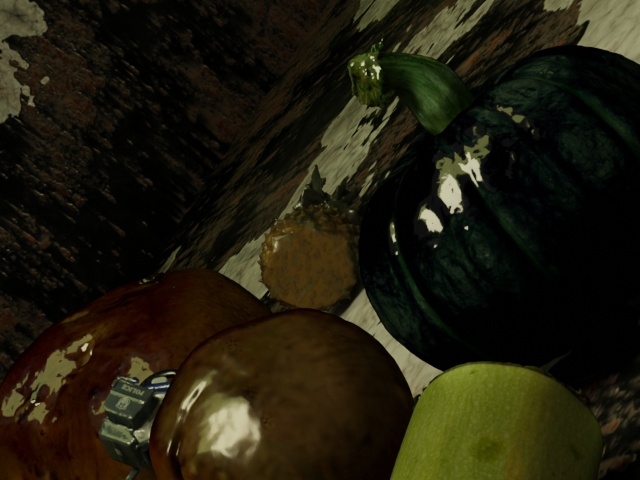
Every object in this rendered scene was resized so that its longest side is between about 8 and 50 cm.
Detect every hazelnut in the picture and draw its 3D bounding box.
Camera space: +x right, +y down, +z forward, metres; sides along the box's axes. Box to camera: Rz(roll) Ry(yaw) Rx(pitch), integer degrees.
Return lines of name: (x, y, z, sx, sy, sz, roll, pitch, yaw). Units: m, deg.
hazelnut: (-0.021, 0.162, 1.255, 0.208, 0.208, 0.208, -50, 12, 14)

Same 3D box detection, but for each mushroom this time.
mushroom: (-0.173, 0.186, 1.753, 0.345, 0.260, 0.345, -22, 36, 17)

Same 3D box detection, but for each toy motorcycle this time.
toy motorcycle: (-0.106, 0.191, 1.490, 0.221, 0.102, 0.150, 16, 56, 29)

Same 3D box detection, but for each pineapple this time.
pineapple: (0.000, 0.000, 1.826, 0.125, 0.125, 0.251, -49, 7, 17)

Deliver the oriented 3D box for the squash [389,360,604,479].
squash: (0.083, 0.168, 0.923, 0.123, 0.123, 0.187, -42, 14, 42)

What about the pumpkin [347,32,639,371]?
pumpkin: (0.117, -0.044, 1.120, 0.248, 0.248, 0.248, -50, 12, 14)
